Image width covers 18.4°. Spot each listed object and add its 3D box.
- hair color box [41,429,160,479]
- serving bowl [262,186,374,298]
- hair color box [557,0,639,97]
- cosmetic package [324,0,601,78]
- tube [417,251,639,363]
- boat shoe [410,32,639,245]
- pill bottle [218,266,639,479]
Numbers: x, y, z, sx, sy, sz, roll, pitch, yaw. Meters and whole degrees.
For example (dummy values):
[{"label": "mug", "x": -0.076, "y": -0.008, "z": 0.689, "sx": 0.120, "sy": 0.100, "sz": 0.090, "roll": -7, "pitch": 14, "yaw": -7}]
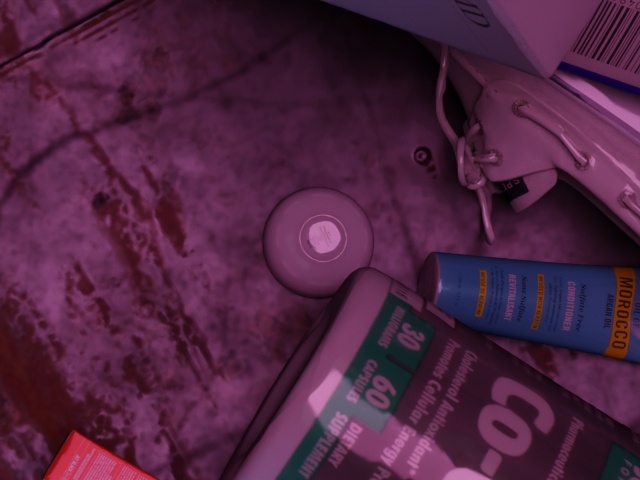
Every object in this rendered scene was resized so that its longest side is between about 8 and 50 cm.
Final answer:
[{"label": "hair color box", "x": -0.124, "y": 0.186, "z": 1.381, "sx": 0.141, "sy": 0.072, "sz": 0.043, "roll": 32, "pitch": 80, "yaw": -4}, {"label": "serving bowl", "x": 0.000, "y": 0.000, "z": 1.444, "sx": 0.083, "sy": 0.027, "sz": 0.083, "roll": 1, "pitch": 83, "yaw": -7}, {"label": "hair color box", "x": 0.228, "y": -0.258, "z": 1.396, "sx": 0.185, "sy": 0.110, "sz": 0.339, "roll": 19, "pitch": 52, "yaw": -6}, {"label": "cosmetic package", "x": -0.026, "y": -0.281, "z": 1.251, "sx": 0.453, "sy": 0.230, "sz": 0.161, "roll": 25, "pitch": 75, "yaw": 41}, {"label": "tube", "x": 0.176, "y": 0.047, "z": 1.458, "sx": 0.207, "sy": 0.052, "sz": 0.080, "roll": 7, "pitch": 93, "yaw": -13}, {"label": "boat shoe", "x": 0.154, "y": -0.069, "z": 1.427, "sx": 0.367, "sy": 0.136, "sz": 0.156, "roll": 35, "pitch": 96, "yaw": 5}, {"label": "pill bottle", "x": 0.126, "y": 0.193, "z": 1.350, "sx": 0.361, "sy": 0.204, "sz": 0.204, "roll": 32, "pitch": 80, "yaw": -3}]
